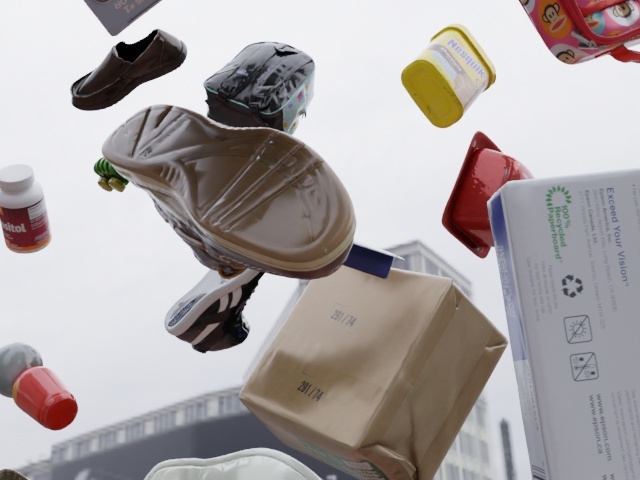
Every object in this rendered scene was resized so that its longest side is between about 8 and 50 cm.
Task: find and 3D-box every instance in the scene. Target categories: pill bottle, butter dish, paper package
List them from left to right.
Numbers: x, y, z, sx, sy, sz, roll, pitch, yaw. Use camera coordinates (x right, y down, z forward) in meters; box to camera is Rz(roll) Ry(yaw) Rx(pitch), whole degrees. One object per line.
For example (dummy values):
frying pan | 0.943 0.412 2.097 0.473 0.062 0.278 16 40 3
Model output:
pill bottle | -0.542 -0.058 1.625 0.086 0.086 0.152 -1 -55 -3
paper package | 0.074 0.202 1.402 0.325 0.309 0.168 8 -30 52
butter dish | 0.272 -0.057 1.310 0.118 0.159 0.160 15 -13 39

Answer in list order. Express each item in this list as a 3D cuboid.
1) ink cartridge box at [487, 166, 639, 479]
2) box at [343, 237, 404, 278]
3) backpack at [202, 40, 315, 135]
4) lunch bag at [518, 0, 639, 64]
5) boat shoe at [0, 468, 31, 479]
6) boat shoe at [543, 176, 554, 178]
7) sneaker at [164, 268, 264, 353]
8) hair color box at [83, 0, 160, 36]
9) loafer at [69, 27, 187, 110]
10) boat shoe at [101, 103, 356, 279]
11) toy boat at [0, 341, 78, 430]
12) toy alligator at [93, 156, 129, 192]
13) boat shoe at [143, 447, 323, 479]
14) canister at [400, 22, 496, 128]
ink cartridge box | 0.213 0.068 0.461 0.224 0.223 0.045 -6 -9 -3
box | 0.000 0.000 1.098 0.137 0.036 0.225 18 2 -19
backpack | -0.098 -0.264 1.600 0.166 0.188 0.144 21 -31 19
lunch bag | 0.448 -0.387 1.365 0.293 0.258 0.120 -24 -6 -24
boat shoe | -0.418 0.393 1.329 0.153 0.056 0.048 27 -24 8
boat shoe | 0.274 0.026 1.055 0.079 0.227 0.081 -7 -45 27
sneaker | -0.133 0.094 1.423 0.217 0.079 0.121 -39 -51 15
hair color box | -0.157 -0.337 0.944 0.185 0.374 0.113 -34 -69 8
loafer | -0.330 -0.292 1.482 0.220 0.080 0.078 -26 -43 11
boat shoe | -0.082 -0.031 0.858 0.342 0.123 0.123 24 -30 42
toy boat | -0.422 0.251 1.003 0.148 0.318 0.267 27 -29 41
toy alligator | -0.323 -0.115 1.456 0.190 0.056 0.051 4 -33 48
boat shoe | -0.073 0.292 0.954 0.320 0.116 0.099 -10 -37 45
canister | 0.207 -0.266 1.444 0.073 0.170 0.126 -30 -78 40
